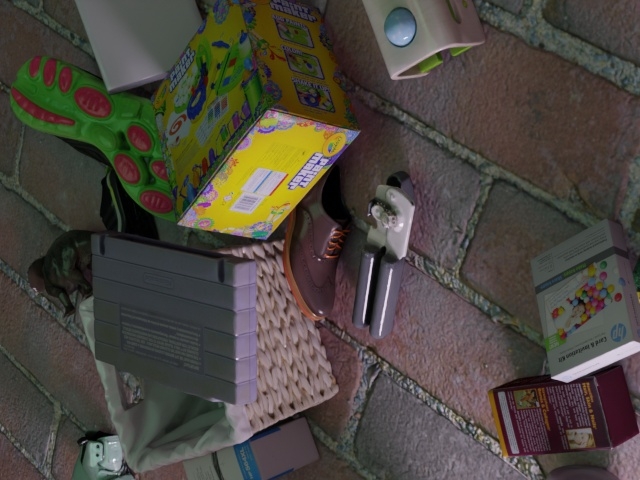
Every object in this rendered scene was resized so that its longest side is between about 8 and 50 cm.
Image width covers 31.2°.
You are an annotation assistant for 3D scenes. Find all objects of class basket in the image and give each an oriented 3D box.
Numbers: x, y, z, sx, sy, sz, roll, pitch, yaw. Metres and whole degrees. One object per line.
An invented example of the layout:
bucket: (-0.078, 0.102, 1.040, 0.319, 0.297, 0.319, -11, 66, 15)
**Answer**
basket: (-0.200, 0.196, 2.010, 0.331, 0.266, 0.328, -24, 83, 42)

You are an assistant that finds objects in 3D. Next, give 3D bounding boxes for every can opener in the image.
can opener: (0.110, 0.029, 1.823, 0.074, 0.093, 0.280, 30, 126, 31)

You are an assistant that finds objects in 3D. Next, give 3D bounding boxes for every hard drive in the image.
hard drive: (-0.334, -0.434, 2.056, 0.040, 0.203, 0.307, 128, 122, -77)

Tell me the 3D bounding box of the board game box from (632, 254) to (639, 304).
board game box: (0.486, 0.037, 1.509, 0.136, 0.030, 0.259, 32, 119, 31)

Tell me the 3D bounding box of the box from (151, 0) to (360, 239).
box: (-0.116, -0.205, 1.849, 0.290, 0.177, 0.279, -46, 47, 39)

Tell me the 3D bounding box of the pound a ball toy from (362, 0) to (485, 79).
pound a ball toy: (0.136, -0.420, 1.658, 0.208, 0.136, 0.319, -24, 83, 43)

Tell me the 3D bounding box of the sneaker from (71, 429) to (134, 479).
sneaker: (-0.430, 0.495, 2.405, 0.256, 0.094, 0.151, 25, 112, 35)

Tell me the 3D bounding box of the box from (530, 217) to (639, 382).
box: (0.365, 0.083, 1.571, 0.145, 0.038, 0.186, -34, 51, 42)

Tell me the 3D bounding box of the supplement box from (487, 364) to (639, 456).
supplement box: (0.346, 0.246, 1.645, 0.188, 0.081, 0.104, -15, 88, 44)

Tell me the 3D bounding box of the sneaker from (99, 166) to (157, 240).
sneaker: (-0.386, -0.035, 2.267, 0.097, 0.084, 0.234, -14, 81, 49)

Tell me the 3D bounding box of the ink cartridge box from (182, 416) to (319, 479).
ink cartridge box: (-0.128, 0.395, 2.067, 0.203, 0.148, 0.085, -24, 83, 42)

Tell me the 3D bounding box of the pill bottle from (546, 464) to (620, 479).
pill bottle: (0.372, 0.431, 1.642, 0.108, 0.108, 0.193, 12, 107, 41)

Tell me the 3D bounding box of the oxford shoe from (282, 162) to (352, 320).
oxford shoe: (0.000, 0.000, 1.903, 0.098, 0.097, 0.271, -2, 97, 39)

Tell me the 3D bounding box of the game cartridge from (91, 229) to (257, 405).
game cartridge: (-0.234, 0.118, 1.806, 0.355, 0.068, 0.230, 11, 109, 42)

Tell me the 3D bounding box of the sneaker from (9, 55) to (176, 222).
sneaker: (-0.349, -0.196, 2.141, 0.483, 0.202, 0.185, 36, 101, 13)

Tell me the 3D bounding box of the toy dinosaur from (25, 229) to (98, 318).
toy dinosaur: (-0.518, 0.053, 2.374, 0.160, 0.121, 0.313, 49, 133, 7)
